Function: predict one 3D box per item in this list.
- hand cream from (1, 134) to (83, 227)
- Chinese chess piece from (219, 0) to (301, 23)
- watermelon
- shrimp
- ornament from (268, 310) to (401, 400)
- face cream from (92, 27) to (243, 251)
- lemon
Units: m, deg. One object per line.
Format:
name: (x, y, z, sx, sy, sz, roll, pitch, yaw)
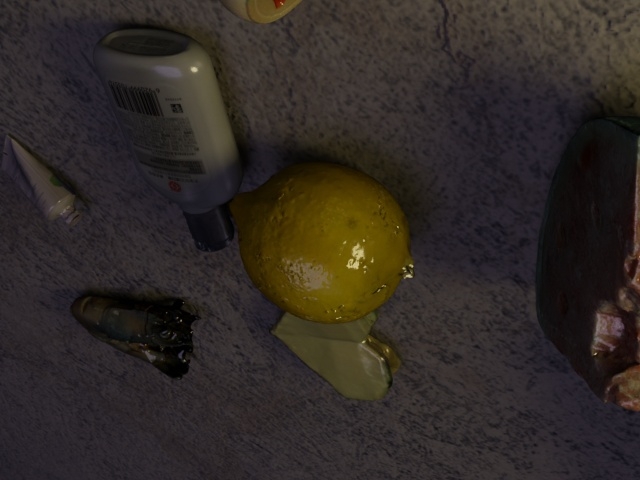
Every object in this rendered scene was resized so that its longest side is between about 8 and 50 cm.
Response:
hand cream: (-0.384, -0.076, 1.242, 0.142, 0.053, 0.084, 45, 143, 5)
Chinese chess piece: (-0.039, -0.239, 0.746, 0.051, 0.122, 0.122, 41, 146, 15)
watermelon: (0.290, 0.024, 0.773, 0.148, 0.226, 0.318, 0, 148, 0)
shrimp: (-0.274, 0.159, 1.421, 0.289, 0.075, 0.178, -1, 142, 33)
ornament: (0.004, 0.125, 1.208, 0.180, 0.059, 0.201, 3, 133, 33)
face cream: (-0.155, -0.103, 1.026, 0.144, 0.071, 0.291, 11, 139, 25)
lemon: (0.000, 0.000, 0.959, 0.206, 0.173, 0.173, 27, 144, 0)
